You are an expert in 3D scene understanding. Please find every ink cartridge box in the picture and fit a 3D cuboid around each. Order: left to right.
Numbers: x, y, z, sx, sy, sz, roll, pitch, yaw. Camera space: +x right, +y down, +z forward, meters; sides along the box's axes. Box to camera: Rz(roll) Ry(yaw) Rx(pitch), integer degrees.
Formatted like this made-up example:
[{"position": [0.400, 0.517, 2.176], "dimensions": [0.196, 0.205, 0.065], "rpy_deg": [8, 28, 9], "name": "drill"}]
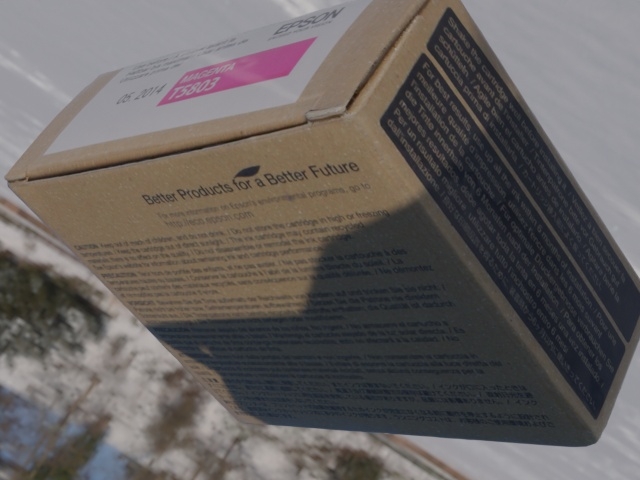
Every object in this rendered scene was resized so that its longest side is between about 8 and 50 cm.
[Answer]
[{"position": [0.000, 0.000, 0.537], "dimensions": [0.235, 0.088, 0.193], "rpy_deg": [-4, 133, 46], "name": "ink cartridge box"}]
